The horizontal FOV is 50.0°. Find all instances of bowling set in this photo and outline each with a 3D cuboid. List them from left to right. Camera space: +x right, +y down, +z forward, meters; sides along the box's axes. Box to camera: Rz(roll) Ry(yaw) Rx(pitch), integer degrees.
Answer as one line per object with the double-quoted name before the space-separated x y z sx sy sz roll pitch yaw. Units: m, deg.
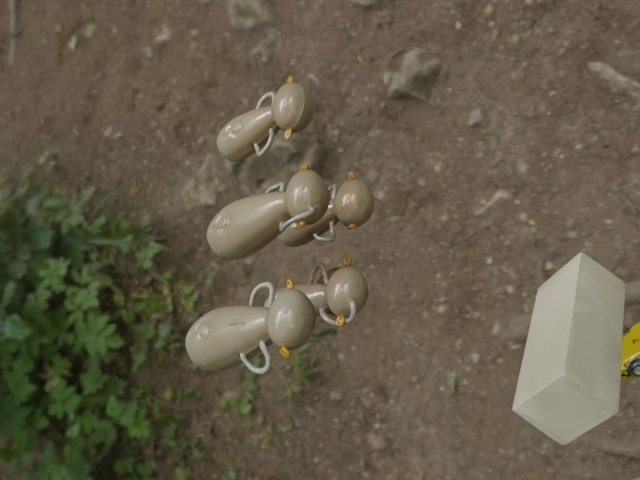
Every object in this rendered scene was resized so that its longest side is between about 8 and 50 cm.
"bowling set" 0.000 0.000 0.665 0.154 0.200 0.286 -21 58 44

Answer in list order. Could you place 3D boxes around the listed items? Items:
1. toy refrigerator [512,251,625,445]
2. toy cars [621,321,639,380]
"toy refrigerator" 0.355 0.144 0.956 0.094 0.269 0.102 35 130 -1
"toy cars" 0.670 0.103 1.256 0.393 0.087 0.176 -56 21 -13
